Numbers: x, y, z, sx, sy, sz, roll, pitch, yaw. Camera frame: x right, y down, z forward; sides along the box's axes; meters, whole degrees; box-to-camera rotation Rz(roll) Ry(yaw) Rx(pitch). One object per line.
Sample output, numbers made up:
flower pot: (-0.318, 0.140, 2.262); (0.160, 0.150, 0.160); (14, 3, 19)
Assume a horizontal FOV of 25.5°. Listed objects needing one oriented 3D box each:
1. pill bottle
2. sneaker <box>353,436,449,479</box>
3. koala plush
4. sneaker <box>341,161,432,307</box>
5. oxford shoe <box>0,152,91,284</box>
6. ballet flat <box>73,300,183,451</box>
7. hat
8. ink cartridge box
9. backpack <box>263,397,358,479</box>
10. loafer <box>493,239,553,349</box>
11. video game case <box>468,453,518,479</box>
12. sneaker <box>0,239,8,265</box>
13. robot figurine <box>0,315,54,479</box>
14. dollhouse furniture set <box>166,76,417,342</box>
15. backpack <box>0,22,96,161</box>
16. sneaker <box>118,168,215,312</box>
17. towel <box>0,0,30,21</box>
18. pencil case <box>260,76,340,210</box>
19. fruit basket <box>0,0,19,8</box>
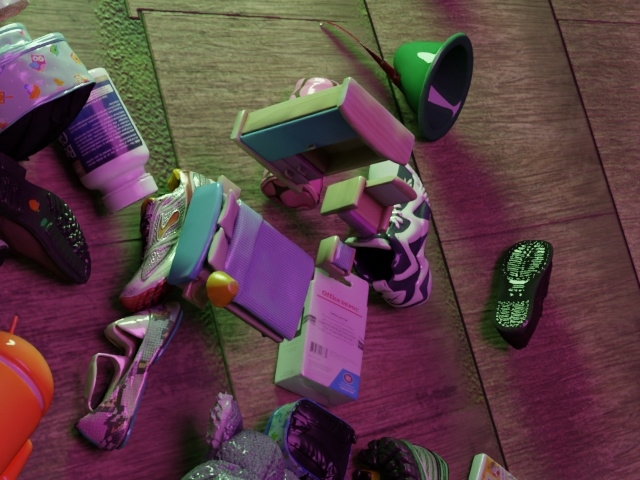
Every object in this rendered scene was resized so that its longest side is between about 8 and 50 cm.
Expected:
pill bottle: (-0.273, -0.122, 1.776); (0.094, 0.094, 0.169); (-31, 94, -46)
sneaker: (0.149, 0.436, 1.905); (0.146, 0.134, 0.344); (13, 63, -40)
koala plush: (-0.106, 0.307, 1.698); (0.196, 0.203, 0.221); (52, 34, -14)
sneaker: (0.090, -0.023, 2.054); (0.153, 0.094, 0.235); (18, 69, -62)
oxford shoe: (-0.355, -0.018, 1.672); (0.227, 0.096, 0.083); (49, 30, -41)
ballet flat: (-0.236, 0.148, 1.715); (0.079, 0.077, 0.222); (34, 55, -18)
hat: (0.127, -0.280, 2.271); (0.173, 0.183, 0.209); (-48, 148, -37)
ink cartridge box: (0.004, 0.127, 1.953); (0.104, 0.060, 0.180); (28, 55, -32)
backpack: (-0.023, 0.268, 1.849); (0.114, 0.084, 0.105); (41, 49, -30)
loafer: (0.323, 0.086, 2.273); (0.078, 0.080, 0.220); (74, 31, -41)
video game case: (0.276, 0.463, 2.091); (0.206, 0.026, 0.227); (40, 51, -24)
sneaker: (-0.498, 0.053, 1.492); (0.146, 0.122, 0.330); (45, 46, 4)
robot figurine: (-0.372, 0.188, 1.529); (0.158, 0.128, 0.219); (38, 50, -6)
dollhouse furniture set: (0.000, 0.000, 1.799); (0.286, 0.198, 0.303); (39, 55, -36)
backpack: (-0.361, -0.169, 1.646); (0.166, 0.188, 0.144); (-30, 94, -45)
sneaker: (-0.202, 0.000, 1.813); (0.092, 0.088, 0.225); (30, 52, -3)
towel: (-0.523, -0.386, 1.700); (0.237, 0.037, 0.329); (-31, 93, -44)
pencil case: (-0.016, -0.136, 2.032); (0.098, 0.095, 0.209); (53, 44, -39)
fruit basket: (-0.491, -0.389, 1.630); (0.327, 0.165, 0.353); (57, 32, -6)
